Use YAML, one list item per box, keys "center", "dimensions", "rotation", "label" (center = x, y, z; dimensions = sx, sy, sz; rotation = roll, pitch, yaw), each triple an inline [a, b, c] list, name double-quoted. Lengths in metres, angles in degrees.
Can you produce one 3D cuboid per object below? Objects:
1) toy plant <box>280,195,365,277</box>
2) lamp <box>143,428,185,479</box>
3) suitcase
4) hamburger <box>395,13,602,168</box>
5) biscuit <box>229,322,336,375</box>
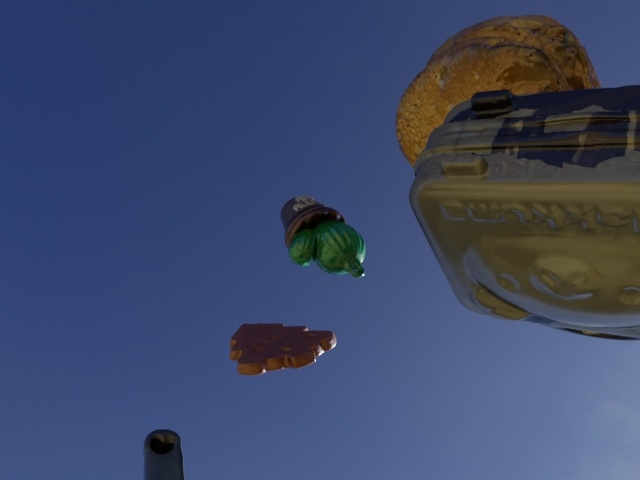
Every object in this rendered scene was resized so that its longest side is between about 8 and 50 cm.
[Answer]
- center: [0.000, 0.000, 1.032]
  dimensions: [0.143, 0.200, 0.105]
  rotation: [-6, -51, -33]
  label: "toy plant"
- center: [-0.047, 0.382, 0.559]
  dimensions: [0.273, 0.374, 0.204]
  rotation: [6, -57, -14]
  label: "lamp"
- center: [0.301, 0.003, 0.651]
  dimensions: [0.352, 0.193, 0.339]
  rotation: [5, -36, 36]
  label: "suitcase"
- center: [0.280, -0.193, 0.917]
  dimensions: [0.314, 0.170, 0.289]
  rotation: [-21, -75, 48]
  label: "hamburger"
- center: [-0.120, 0.266, 1.497]
  dimensions: [0.284, 0.306, 0.043]
  rotation: [-13, -76, -33]
  label: "biscuit"
